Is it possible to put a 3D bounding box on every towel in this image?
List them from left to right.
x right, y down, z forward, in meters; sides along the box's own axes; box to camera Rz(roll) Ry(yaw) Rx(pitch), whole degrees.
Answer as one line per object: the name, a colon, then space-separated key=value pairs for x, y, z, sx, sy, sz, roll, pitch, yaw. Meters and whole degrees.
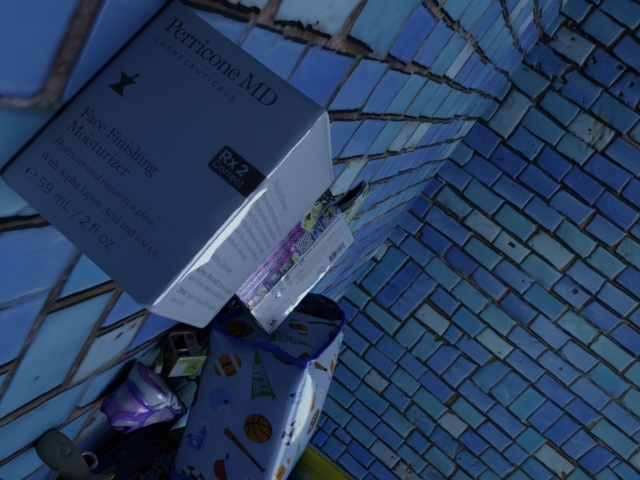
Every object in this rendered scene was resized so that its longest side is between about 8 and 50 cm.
towel: x=0.000 y=0.000 z=1.450 sx=0.325 sy=0.038 sz=0.248 roll=-43 pitch=169 yaw=-47

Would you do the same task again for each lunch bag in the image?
lunch bag: x=-0.097 y=0.286 z=1.154 sx=0.385 sy=0.239 sz=0.327 roll=-19 pitch=130 yaw=-70

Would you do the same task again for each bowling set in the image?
bowling set: x=-0.412 y=0.406 z=0.743 sx=0.200 sy=0.154 sz=0.287 roll=-56 pitch=168 yaw=28

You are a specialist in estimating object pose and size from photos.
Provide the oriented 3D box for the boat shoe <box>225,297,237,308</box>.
boat shoe: x=-0.098 y=0.027 z=0.987 sx=0.228 sy=0.076 sz=0.080 roll=-44 pitch=168 yaw=-31

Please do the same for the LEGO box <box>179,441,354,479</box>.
LEGO box: x=-0.166 y=0.576 z=1.198 sx=0.372 sy=0.193 sz=0.500 roll=-15 pitch=-169 yaw=-27

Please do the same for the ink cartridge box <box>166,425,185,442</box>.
ink cartridge box: x=-0.409 y=0.552 z=1.508 sx=0.255 sy=0.097 sz=0.189 roll=-15 pitch=165 yaw=-4

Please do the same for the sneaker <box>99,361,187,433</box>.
sneaker: x=-0.303 y=0.280 z=0.983 sx=0.104 sy=0.095 sz=0.236 roll=-41 pitch=163 yaw=-14

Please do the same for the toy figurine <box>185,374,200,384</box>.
toy figurine: x=-0.158 y=0.227 z=1.418 sx=0.362 sy=0.191 sz=0.217 roll=-48 pitch=-162 yaw=-1

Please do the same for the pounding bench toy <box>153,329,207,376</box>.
pounding bench toy: x=-0.247 y=0.187 z=0.972 sx=0.083 sy=0.065 sz=0.052 roll=4 pitch=132 yaw=-39

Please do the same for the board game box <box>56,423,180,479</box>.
board game box: x=-0.369 y=0.452 z=1.125 sx=0.027 sy=0.145 sz=0.281 roll=-57 pitch=169 yaw=15

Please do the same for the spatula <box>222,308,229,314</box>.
spatula: x=-0.115 y=0.053 z=1.139 sx=0.296 sy=0.030 sz=0.084 roll=-56 pitch=167 yaw=31

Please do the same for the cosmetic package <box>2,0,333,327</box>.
cosmetic package: x=-0.104 y=-0.050 z=0.466 sx=0.183 sy=0.151 sz=0.151 roll=-50 pitch=170 yaw=-8

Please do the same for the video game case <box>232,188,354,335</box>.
video game case: x=-0.059 y=0.011 z=0.929 sx=0.232 sy=0.042 sz=0.210 roll=-48 pitch=139 yaw=-16
